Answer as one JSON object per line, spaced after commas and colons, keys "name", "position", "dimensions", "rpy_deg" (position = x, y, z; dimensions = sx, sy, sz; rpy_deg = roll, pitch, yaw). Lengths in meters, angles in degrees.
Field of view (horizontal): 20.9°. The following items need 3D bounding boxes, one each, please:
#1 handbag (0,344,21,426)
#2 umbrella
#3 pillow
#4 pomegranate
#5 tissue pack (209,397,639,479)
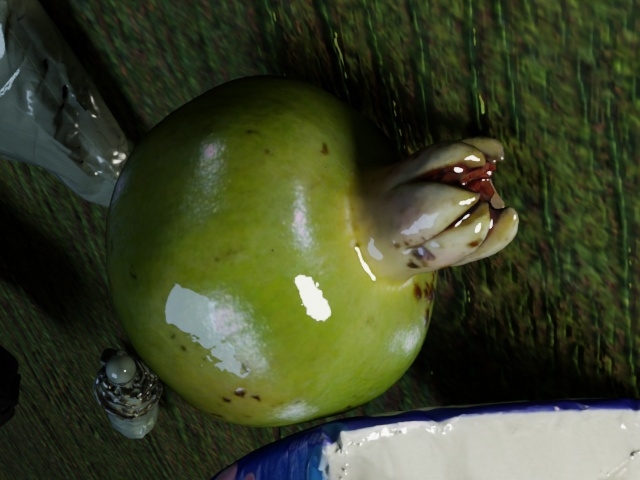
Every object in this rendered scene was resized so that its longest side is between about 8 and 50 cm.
{"name": "handbag", "position": [-0.418, 0.097, 1.549], "dimensions": [0.342, 0.152, 0.288], "rpy_deg": [16, 179, 4]}
{"name": "umbrella", "position": [-0.175, 0.139, 1.583], "dimensions": [0.143, 0.062, 0.067], "rpy_deg": [87, 163, -63]}
{"name": "pillow", "position": [-0.264, -0.151, 1.141], "dimensions": [0.274, 0.076, 0.281], "rpy_deg": [23, 151, 44]}
{"name": "pomegranate", "position": [-0.014, -0.004, 0.864], "dimensions": [0.179, 0.179, 0.210], "rpy_deg": [42, 141, 3]}
{"name": "tissue pack", "position": [0.060, 0.169, 0.983], "dimensions": [0.269, 0.209, 0.137], "rpy_deg": [145, 119, -68]}
